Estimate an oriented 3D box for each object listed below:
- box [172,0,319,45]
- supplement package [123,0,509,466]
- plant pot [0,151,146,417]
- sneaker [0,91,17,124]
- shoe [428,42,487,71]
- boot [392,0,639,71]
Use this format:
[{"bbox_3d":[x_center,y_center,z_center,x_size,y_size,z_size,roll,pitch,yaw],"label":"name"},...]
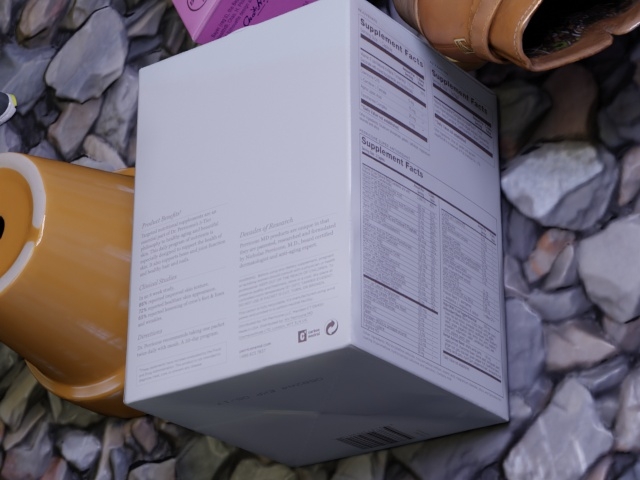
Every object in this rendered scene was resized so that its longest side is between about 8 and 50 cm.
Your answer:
[{"bbox_3d":[-0.040,-0.292,1.522,0.213,0.117,0.243,-54,39,24],"label":"box"},{"bbox_3d":[0.000,0.000,1.349,0.199,0.198,0.263,-17,61,34],"label":"supplement package"},{"bbox_3d":[-0.200,0.020,1.508,0.205,0.188,0.205,-17,61,33],"label":"plant pot"},{"bbox_3d":[-0.325,-0.114,1.772,0.083,0.035,0.031,-42,49,17],"label":"sneaker"},{"bbox_3d":[0.114,-0.225,1.457,0.076,0.058,0.219,-18,63,27],"label":"shoe"},{"bbox_3d":[0.187,-0.224,1.284,0.283,0.109,0.220,-36,23,-7],"label":"boot"}]
